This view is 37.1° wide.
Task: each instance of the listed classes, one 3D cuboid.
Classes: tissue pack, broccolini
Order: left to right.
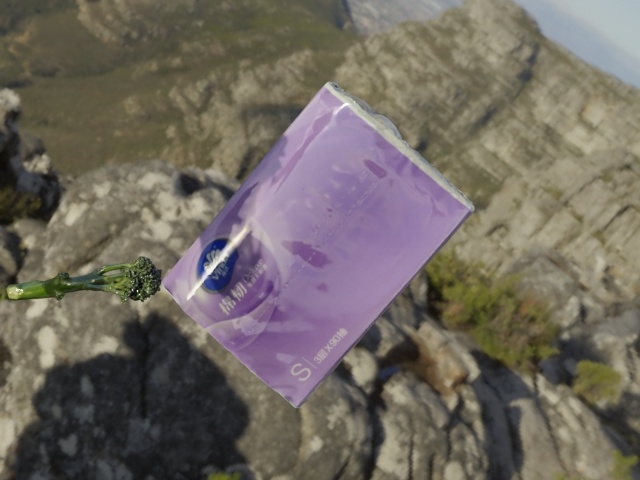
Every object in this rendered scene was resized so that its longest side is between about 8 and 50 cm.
[{"bbox_3d":[-0.308,0.065,1.234,0.067,0.216,0.058,0,80,-75],"label":"broccolini"},{"bbox_3d":[0.000,0.000,1.189,0.242,0.338,0.160,40,10,1],"label":"tissue pack"}]
